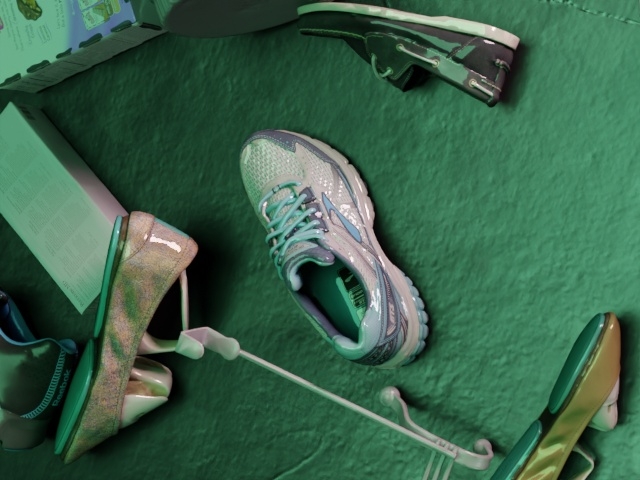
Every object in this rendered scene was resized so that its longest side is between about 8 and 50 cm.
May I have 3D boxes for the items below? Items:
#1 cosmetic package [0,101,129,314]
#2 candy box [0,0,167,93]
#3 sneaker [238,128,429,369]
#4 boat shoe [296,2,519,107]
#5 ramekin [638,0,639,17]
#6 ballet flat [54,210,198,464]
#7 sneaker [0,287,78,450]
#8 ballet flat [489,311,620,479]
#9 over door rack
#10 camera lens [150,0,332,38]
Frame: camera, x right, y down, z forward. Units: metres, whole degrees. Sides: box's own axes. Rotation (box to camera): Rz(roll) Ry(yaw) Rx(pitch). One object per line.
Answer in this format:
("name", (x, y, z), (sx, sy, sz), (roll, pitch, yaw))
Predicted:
("cosmetic package", (-0.288, -0.036, 1.737), (0.099, 0.060, 0.239), (-47, 70, 16))
("candy box", (-0.283, -0.274, 1.734), (0.196, 0.070, 0.164), (-21, 80, 26))
("sneaker", (0.000, 0.000, 1.547), (0.110, 0.122, 0.283), (-42, 71, 21))
("boat shoe", (0.075, -0.187, 1.533), (0.233, 0.084, 0.079), (16, 96, 25))
("ramekin", (0.354, -0.223, 1.321), (0.109, 0.207, 0.207), (16, 97, 37))
("ballet flat", (-0.199, 0.118, 1.656), (0.106, 0.107, 0.316), (14, 120, -11))
("sneaker", (-0.416, 0.091, 1.780), (0.341, 0.125, 0.139), (34, 101, 16))
("ballet flat", (0.232, 0.174, 1.460), (0.073, 0.080, 0.232), (29, 107, -3))
("over door rack", (-0.018, 0.244, 1.547), (0.324, 0.108, 0.239), (21, 100, 9))
("camera lens", (-0.094, -0.363, 1.549), (0.219, 0.219, 0.274), (-20, 80, 27))
